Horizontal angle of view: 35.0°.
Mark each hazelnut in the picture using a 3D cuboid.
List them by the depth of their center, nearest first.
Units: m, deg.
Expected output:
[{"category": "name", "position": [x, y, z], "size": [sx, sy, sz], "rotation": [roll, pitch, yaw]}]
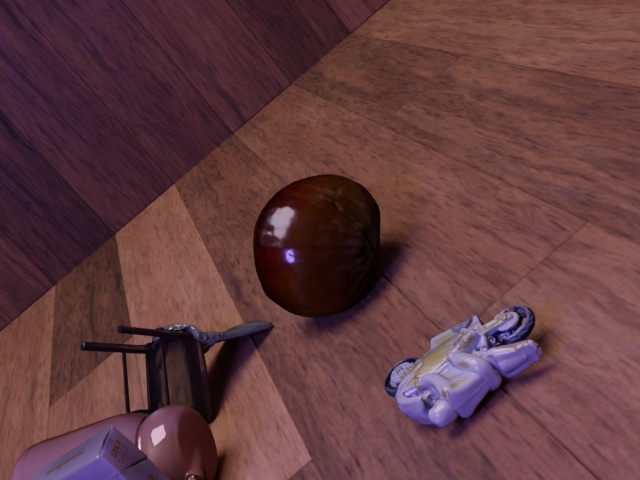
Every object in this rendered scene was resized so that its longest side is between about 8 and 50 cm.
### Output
[{"category": "hazelnut", "position": [0.000, 0.000, 1.696], "size": [0.217, 0.217, 0.252], "rotation": [-20, 38, 45]}]

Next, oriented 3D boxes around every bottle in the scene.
[{"category": "bottle", "position": [-0.300, 0.364, 1.529], "size": [0.296, 0.173, 0.206], "rotation": [-21, 43, 17]}]

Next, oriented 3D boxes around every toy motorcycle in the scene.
[{"category": "toy motorcycle", "position": [0.169, 0.163, 1.246], "size": [0.228, 0.074, 0.151], "rotation": [-28, 25, 27]}]

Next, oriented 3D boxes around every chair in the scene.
[{"category": "chair", "position": [-0.237, 0.232, 1.763], "size": [0.160, 0.319, 0.186], "rotation": [-23, 70, 43]}]

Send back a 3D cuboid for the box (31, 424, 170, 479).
[{"category": "box", "position": [-0.255, 0.366, 1.334], "size": [0.149, 0.233, 0.067], "rotation": [-32, 21, 21]}]
